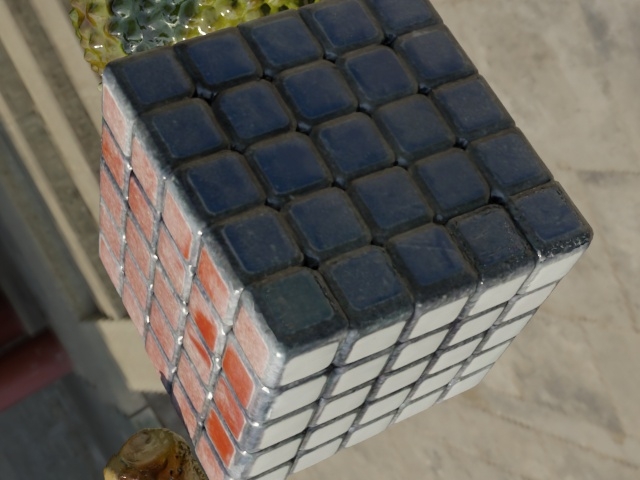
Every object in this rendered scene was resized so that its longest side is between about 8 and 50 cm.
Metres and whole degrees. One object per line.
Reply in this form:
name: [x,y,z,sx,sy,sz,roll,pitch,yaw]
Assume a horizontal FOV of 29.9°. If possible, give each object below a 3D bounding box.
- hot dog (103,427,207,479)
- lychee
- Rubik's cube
hot dog: [-0.104,0.268,0.905,0.068,0.083,0.289,14,126,34]
lychee: [-0.103,-0.222,1.137,0.270,0.270,0.320,67,171,-20]
Rubik's cube: [0.000,0.000,0.819,0.237,0.237,0.238,60,155,23]
